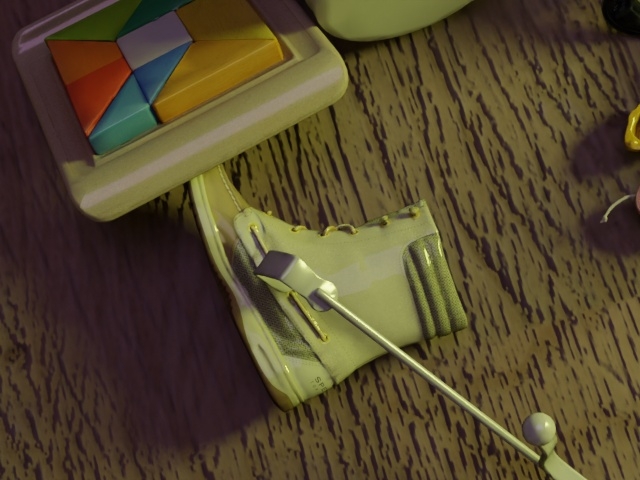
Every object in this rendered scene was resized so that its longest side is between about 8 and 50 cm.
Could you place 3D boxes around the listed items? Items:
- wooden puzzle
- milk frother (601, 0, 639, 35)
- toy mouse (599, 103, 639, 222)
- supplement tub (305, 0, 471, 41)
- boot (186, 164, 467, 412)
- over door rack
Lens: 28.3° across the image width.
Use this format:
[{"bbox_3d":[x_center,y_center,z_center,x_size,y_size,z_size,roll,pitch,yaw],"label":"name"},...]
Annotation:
[{"bbox_3d":[-0.120,-0.143,0.978,0.221,0.044,0.238,-28,47,-4],"label":"wooden puzzle"},{"bbox_3d":[0.284,-0.247,0.992,0.143,0.129,0.134,-20,24,35],"label":"milk frother"},{"bbox_3d":[0.288,-0.048,0.953,0.143,0.031,0.161,40,80,17],"label":"toy mouse"},{"bbox_3d":[0.025,-0.313,0.983,0.191,0.191,0.272,-22,71,-2],"label":"supplement tub"},{"bbox_3d":[0.000,0.000,0.942,0.165,0.077,0.213,-24,76,-2],"label":"boot"},{"bbox_3d":[0.036,0.189,0.823,0.324,0.108,0.239,35,77,-2],"label":"over door rack"}]
